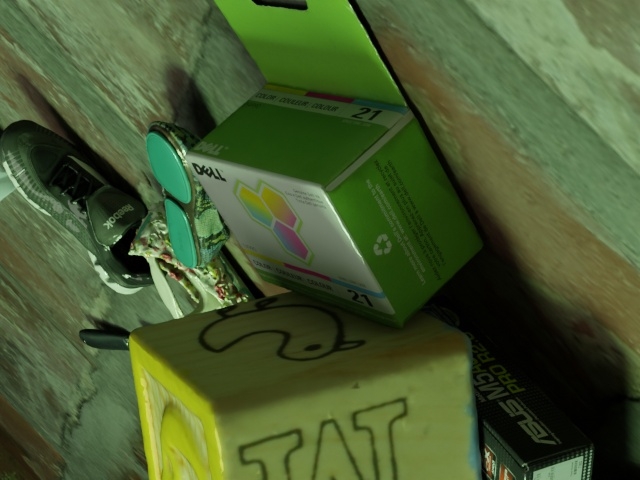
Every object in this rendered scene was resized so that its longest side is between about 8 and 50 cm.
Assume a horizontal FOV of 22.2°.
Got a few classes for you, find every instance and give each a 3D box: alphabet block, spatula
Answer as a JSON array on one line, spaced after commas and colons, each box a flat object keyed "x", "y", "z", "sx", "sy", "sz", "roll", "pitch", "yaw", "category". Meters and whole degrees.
[{"x": -0.011, "y": 0.155, "z": 1.202, "sx": 0.192, "sy": 0.197, "sz": 0.193, "roll": -155, "pitch": 55, "yaw": -62, "category": "alphabet block"}, {"x": -0.235, "y": 0.139, "z": 2.067, "sx": 0.084, "sy": 0.030, "sz": 0.296, "roll": 54, "pitch": 158, "yaw": -24, "category": "spatula"}]

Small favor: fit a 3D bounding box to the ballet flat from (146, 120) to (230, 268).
[{"x": -0.111, "y": -0.052, "z": 1.436, "sx": 0.070, "sy": 0.070, "sz": 0.188, "roll": 37, "pitch": 153, "yaw": 24, "category": "ballet flat"}]

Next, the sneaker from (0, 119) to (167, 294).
[{"x": -0.234, "y": -0.036, "z": 1.690, "sx": 0.234, "sy": 0.078, "sz": 0.106, "roll": 51, "pitch": 156, "yaw": -23, "category": "sneaker"}]

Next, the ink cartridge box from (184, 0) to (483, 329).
[{"x": -0.021, "y": -0.077, "z": 1.169, "sx": 0.188, "sy": 0.097, "sz": 0.255, "roll": 17, "pitch": 145, "yaw": 54, "category": "ink cartridge box"}]

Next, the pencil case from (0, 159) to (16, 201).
[{"x": -0.455, "y": -0.142, "z": 1.866, "sx": 0.273, "sy": 0.113, "sz": 0.124, "roll": 54, "pitch": 173, "yaw": -18, "category": "pencil case"}]

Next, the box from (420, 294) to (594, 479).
[{"x": 0.118, "y": 0.211, "z": 1.268, "sx": 0.216, "sy": 0.060, "sz": 0.270, "roll": 47, "pitch": 144, "yaw": 50, "category": "box"}]

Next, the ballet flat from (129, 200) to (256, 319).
[{"x": -0.105, "y": 0.066, "z": 1.621, "sx": 0.241, "sy": 0.077, "sz": 0.091, "roll": 52, "pitch": 158, "yaw": -14, "category": "ballet flat"}]
